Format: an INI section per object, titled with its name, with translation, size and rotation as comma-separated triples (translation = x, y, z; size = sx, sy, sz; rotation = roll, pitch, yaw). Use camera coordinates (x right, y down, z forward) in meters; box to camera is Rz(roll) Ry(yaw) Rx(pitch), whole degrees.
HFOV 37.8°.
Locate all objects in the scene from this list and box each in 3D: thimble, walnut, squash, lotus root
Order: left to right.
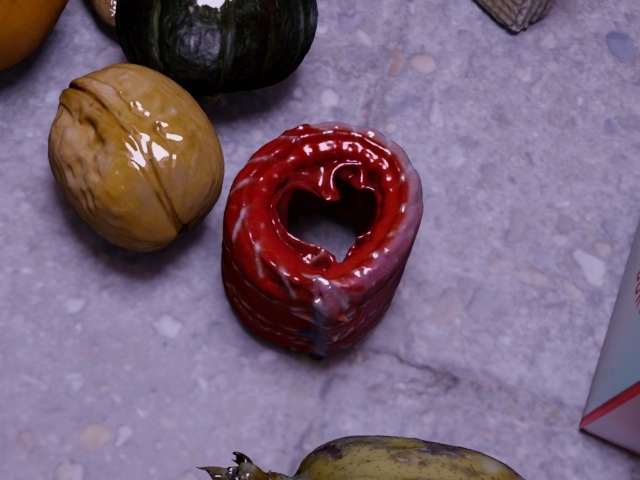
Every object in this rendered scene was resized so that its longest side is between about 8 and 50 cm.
[walnut]
translation = -0.162, -0.075, 0.821
size = 0.144, 0.144, 0.180
rotation = -35, 66, -27
[squash]
translation = -0.099, -0.211, 0.897
size = 0.193, 0.193, 0.156
rotation = 9, 92, -6
[thimble]
translation = -0.001, -0.006, 0.820
size = 0.163, 0.125, 0.189
rotation = 24, 58, 6
[lotus root]
translation = 0.040, 0.219, 0.686
size = 0.278, 0.154, 0.154
rotation = 10, 58, -7

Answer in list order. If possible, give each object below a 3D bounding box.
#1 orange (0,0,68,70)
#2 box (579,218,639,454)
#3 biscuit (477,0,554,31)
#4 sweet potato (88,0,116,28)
[orange]
translation = -0.350, -0.275, 0.845
size = 0.261, 0.261, 0.261
rotation = 5, 59, -9
[box]
translation = 0.443, 0.042, 0.765
size = 0.300, 0.314, 0.312
rotation = 26, 62, 2
[biscuit]
translation = 0.128, -0.435, 1.094
size = 0.078, 0.144, 0.426
rotation = -31, 69, -25
[sweet potato]
translation = -0.232, -0.297, 0.983
size = 0.060, 0.068, 0.206
rotation = -2, 51, -41
